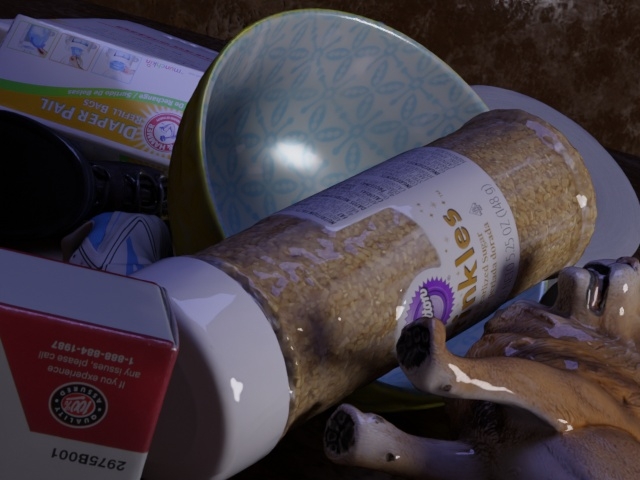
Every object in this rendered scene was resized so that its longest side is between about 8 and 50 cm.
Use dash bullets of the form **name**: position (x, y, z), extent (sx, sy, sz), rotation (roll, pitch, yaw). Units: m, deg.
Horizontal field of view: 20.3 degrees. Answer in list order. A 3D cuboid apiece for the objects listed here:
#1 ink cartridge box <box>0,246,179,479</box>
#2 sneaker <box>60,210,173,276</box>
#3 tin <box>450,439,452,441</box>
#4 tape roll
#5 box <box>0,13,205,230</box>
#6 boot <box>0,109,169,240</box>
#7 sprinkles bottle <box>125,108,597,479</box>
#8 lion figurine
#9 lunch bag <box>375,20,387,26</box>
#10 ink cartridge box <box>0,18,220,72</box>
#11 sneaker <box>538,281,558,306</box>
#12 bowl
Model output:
- **ink cartridge box**: position (-0.135, 0.092, 0.645), extent (0.127, 0.175, 0.072), rotation (13, 14, -15)
- **sneaker**: position (-0.131, 0.045, 1.159), extent (0.086, 0.085, 0.237), rotation (-11, 19, -5)
- **tin**: position (0.165, 0.152, 1.146), extent (0.106, 0.040, 0.189), rotation (-1, 21, -45)
- **tape roll**: position (0.173, -0.036, 1.574), extent (0.219, 0.072, 0.219), rotation (20, 39, -17)
- **box**: position (-0.187, -0.099, 1.563), extent (0.203, 0.103, 0.114), rotation (18, -30, 5)
- **boot**: position (-0.193, -0.046, 1.388), extent (0.263, 0.091, 0.229), rotation (10, 3, 44)
- **sprinkles bottle**: position (0.021, 0.023, 1.057), extent (0.121, 0.121, 0.355), rotation (24, 34, 33)
- **lion figurine**: position (0.158, 0.150, 0.940), extent (0.240, 0.142, 0.392), rotation (18, 28, -33)
- **lunch bag**: position (0.049, -0.121, 1.911), extent (0.224, 0.108, 0.279), rotation (60, 23, 5)
- **ink cartridge box**: position (-0.197, -0.143, 1.828), extent (0.207, 0.119, 0.353), rotation (21, 13, 14)
- **sneaker**: position (0.205, 0.089, 1.261), extent (0.270, 0.090, 0.145), rotation (32, -1, -36)
- **bowl**: position (0.000, 0.000, 1.245), extent (0.289, 0.289, 0.156), rotation (9, -28, -34)
